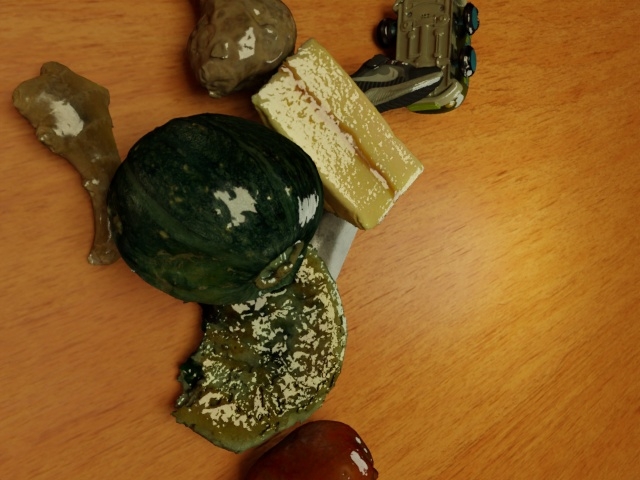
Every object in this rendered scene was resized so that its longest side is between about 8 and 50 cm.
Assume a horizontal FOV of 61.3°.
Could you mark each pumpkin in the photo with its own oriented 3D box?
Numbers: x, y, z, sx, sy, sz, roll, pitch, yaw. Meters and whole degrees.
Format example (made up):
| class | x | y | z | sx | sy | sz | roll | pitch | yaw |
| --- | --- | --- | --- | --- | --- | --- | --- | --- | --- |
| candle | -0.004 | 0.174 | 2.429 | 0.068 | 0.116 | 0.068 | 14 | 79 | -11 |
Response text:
| class | x | y | z | sx | sy | sz | roll | pitch | yaw |
| --- | --- | --- | --- | --- | --- | --- | --- | --- | --- |
| pumpkin | -0.125 | -0.072 | 0.751 | 0.263 | 0.197 | 0.293 | 48 | 37 | 18 |

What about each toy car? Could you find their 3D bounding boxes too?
| class | x | y | z | sx | sy | sz | roll | pitch | yaw |
| --- | --- | --- | --- | --- | --- | --- | --- | --- | --- |
| toy car | 0.244 | -0.385 | 1.138 | 0.198 | 0.204 | 0.247 | 5 | 88 | -59 |

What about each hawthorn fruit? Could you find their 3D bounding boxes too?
| class | x | y | z | sx | sy | sz | roll | pitch | yaw |
| --- | --- | --- | --- | --- | --- | --- | --- | --- | --- |
| hawthorn fruit | -0.026 | 0.427 | 0.915 | 0.261 | 0.224 | 0.224 | -5 | 93 | -12 |

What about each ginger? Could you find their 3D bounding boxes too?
| class | x | y | z | sx | sy | sz | roll | pitch | yaw |
| --- | --- | --- | --- | --- | --- | --- | --- | --- | --- |
| ginger | -0.334 | -0.105 | 0.768 | 0.131 | 0.086 | 0.294 | -31 | 113 | -55 |
| ginger | -0.121 | -0.374 | 0.874 | 0.256 | 0.176 | 0.375 | -24 | 102 | -51 |

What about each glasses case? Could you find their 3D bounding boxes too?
| class | x | y | z | sx | sy | sz | roll | pitch | yaw |
| --- | --- | --- | --- | --- | --- | --- | --- | --- | --- |
| glasses case | 0.000 | 0.000 | 1.013 | 0.114 | 0.060 | 0.299 | 31 | 72 | -26 |

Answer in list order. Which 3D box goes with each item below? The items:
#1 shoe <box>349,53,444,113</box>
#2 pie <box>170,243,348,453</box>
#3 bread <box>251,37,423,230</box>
| class | x | y | z | sx | sy | sz | roll | pitch | yaw |
| --- | --- | --- | --- | --- | --- | --- | --- | --- | --- |
| shoe | 0.114 | -0.303 | 1.027 | 0.099 | 0.228 | 0.112 | 14 | 59 | -76 |
| pie | -0.100 | 0.157 | 0.887 | 0.297 | 0.078 | 0.371 | 2 | 85 | -15 |
| bread | 0.035 | -0.161 | 0.868 | 0.167 | 0.163 | 0.264 | -50 | 144 | -12 |
